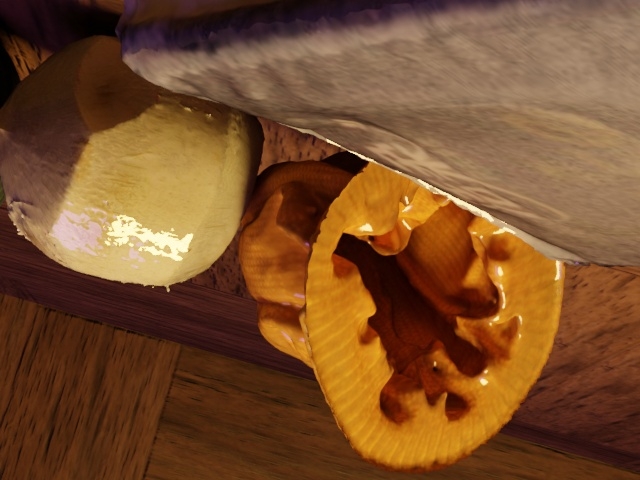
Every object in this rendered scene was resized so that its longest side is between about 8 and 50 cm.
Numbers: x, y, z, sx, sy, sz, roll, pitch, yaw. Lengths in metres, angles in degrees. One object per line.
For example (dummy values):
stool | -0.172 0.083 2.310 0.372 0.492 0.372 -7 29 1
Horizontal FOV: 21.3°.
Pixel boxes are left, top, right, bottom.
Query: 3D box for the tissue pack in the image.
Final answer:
tissue pack | 0.152 -0.077 0.610 0.288 0.124 0.394 24 166 -38

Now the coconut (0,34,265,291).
coconut | -0.129 -0.052 1.081 0.162 0.161 0.161 22 168 -15

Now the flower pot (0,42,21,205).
flower pot | -0.298 -0.081 1.166 0.189 0.157 0.243 14 171 1

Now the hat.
hat | 0.000 0.000 1.098 0.244 0.233 0.233 1 -162 -44
